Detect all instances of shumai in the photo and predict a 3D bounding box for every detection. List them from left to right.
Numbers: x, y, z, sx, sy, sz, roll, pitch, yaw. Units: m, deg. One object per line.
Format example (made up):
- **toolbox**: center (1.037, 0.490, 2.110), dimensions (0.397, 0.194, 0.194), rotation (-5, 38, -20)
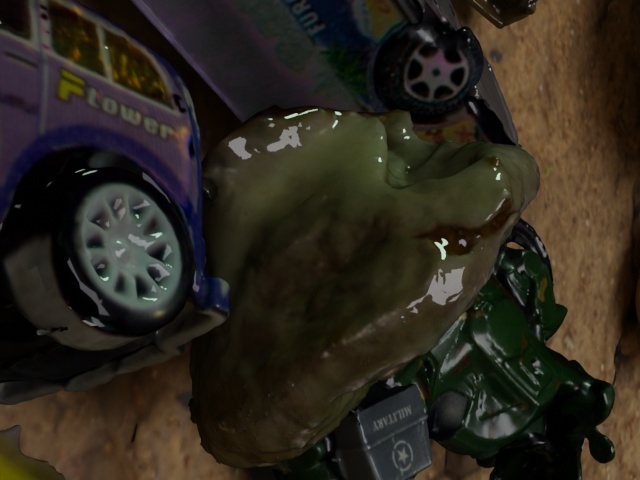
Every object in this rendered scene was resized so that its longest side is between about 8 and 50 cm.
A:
- **shumai**: center (0.000, 0.000, 0.547), dimensions (0.120, 0.201, 0.201), rotation (47, 52, -1)

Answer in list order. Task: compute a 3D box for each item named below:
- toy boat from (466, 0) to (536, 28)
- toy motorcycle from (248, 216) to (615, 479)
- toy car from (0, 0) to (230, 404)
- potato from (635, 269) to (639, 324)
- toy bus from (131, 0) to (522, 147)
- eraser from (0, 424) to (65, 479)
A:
- **toy boat**: center (0.073, -0.211, 0.788), dimensions (0.206, 0.064, 0.072), rotation (41, 43, -36)
- **toy motorcycle**: center (0.071, 0.094, 0.739), dimensions (0.274, 0.125, 0.187), rotation (-18, 91, -43)
- **toy car**: center (-0.162, -0.029, 0.481), dimensions (0.235, 0.172, 0.158), rotation (26, 53, -40)
- **potato**: center (0.305, 0.035, 0.994), dimensions (0.147, 0.112, 0.112), rotation (-48, 120, -40)
- **toy bus**: center (-0.020, -0.137, 0.627), dimensions (0.317, 0.138, 0.112), rotation (47, 22, -35)
- **eraser**: center (-0.169, 0.180, 0.476), dimensions (0.158, 0.069, 0.226), rotation (61, 46, -58)
